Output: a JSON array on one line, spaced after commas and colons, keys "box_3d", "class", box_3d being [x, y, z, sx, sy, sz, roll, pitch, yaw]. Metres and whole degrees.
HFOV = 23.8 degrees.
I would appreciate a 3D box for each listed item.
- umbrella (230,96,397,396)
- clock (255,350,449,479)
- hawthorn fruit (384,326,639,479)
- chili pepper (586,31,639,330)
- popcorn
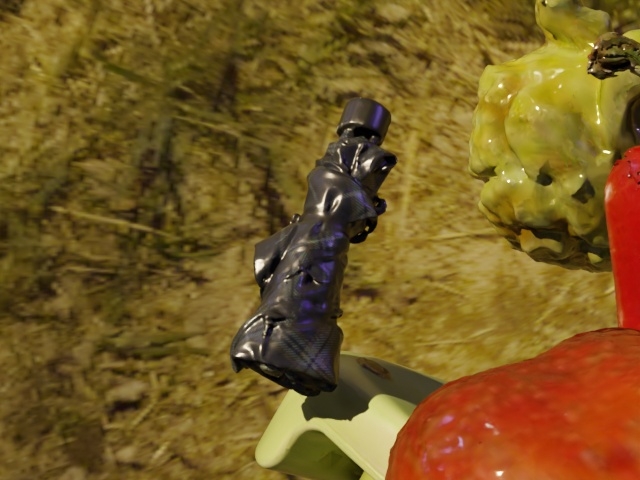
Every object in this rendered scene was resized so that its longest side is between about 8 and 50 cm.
[{"box_3d": [-0.003, 0.000, 1.082, 0.080, 0.071, 0.224, 27, 68, -20], "class": "umbrella"}, {"box_3d": [0.139, 0.223, 1.109, 0.348, 0.286, 0.117, 41, 103, 44], "class": "clock"}, {"box_3d": [0.132, 0.165, 0.594, 0.207, 0.207, 0.243, -51, 51, 9], "class": "hawthorn fruit"}, {"box_3d": [0.222, 0.059, 0.847, 0.110, 0.110, 0.388, -10, 77, 14], "class": "chili pepper"}, {"box_3d": [0.300, -0.111, 1.755, 0.335, 0.274, 0.279, 39, 90, -31], "class": "popcorn"}]
